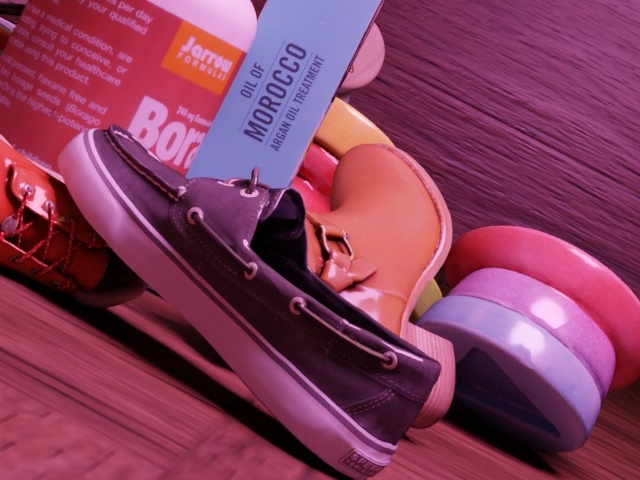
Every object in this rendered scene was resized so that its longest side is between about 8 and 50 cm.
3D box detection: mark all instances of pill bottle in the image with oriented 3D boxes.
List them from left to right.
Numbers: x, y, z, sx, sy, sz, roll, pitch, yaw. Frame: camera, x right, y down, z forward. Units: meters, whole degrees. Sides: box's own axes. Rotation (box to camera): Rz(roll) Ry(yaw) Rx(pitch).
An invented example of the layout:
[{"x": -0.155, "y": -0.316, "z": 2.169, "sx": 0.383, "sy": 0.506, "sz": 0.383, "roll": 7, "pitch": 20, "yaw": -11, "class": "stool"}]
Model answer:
[{"x": -0.110, "y": -0.097, "z": 1.017, "sx": 0.121, "sy": 0.216, "sz": 0.121, "roll": 27, "pitch": 4, "yaw": -2, "class": "pill bottle"}]

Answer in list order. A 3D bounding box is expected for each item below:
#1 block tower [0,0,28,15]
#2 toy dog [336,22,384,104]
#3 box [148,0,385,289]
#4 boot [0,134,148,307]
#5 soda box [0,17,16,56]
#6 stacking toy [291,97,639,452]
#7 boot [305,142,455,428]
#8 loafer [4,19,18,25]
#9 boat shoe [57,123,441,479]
[{"x": -0.270, "y": -0.200, "z": 1.249, "sx": 0.335, "sy": 0.097, "sz": 0.091, "roll": 6, "pitch": 5, "yaw": 30, "class": "block tower"}, {"x": -0.094, "y": -0.119, "z": 1.806, "sx": 0.333, "sy": 0.161, "sz": 0.220, "roll": -12, "pitch": -6, "yaw": -7, "class": "toy dog"}, {"x": -0.028, "y": -0.076, "z": 1.094, "sx": 0.060, "sy": 0.244, "sz": 0.100, "roll": 27, "pitch": 4, "yaw": -1, "class": "box"}, {"x": -0.141, "y": -0.011, "z": 0.876, "sx": 0.084, "sy": 0.059, "sz": 0.158, "roll": 36, "pitch": 6, "yaw": 31, "class": "boot"}, {"x": -0.242, "y": -0.099, "z": 1.041, "sx": 0.091, "sy": 0.098, "sz": 0.286, "roll": 29, "pitch": 4, "yaw": 22, "class": "soda box"}, {"x": 0.053, "y": 0.062, "z": 1.256, "sx": 0.309, "sy": 0.130, "sz": 0.279, "roll": 31, "pitch": -22, "yaw": 12, "class": "stacking toy"}, {"x": 0.000, "y": 0.000, "z": 1.009, "sx": 0.152, "sy": 0.073, "sz": 0.197, "roll": 26, "pitch": 38, "yaw": -36, "class": "boot"}, {"x": -0.186, "y": -0.094, "z": 1.291, "sx": 0.319, "sy": 0.111, "sz": 0.112, "roll": 0, "pitch": 6, "yaw": -43, "class": "loafer"}, {"x": -0.032, "y": 0.009, "z": 0.853, "sx": 0.228, "sy": 0.076, "sz": 0.080, "roll": 46, "pitch": 11, "yaw": 31, "class": "boat shoe"}]
